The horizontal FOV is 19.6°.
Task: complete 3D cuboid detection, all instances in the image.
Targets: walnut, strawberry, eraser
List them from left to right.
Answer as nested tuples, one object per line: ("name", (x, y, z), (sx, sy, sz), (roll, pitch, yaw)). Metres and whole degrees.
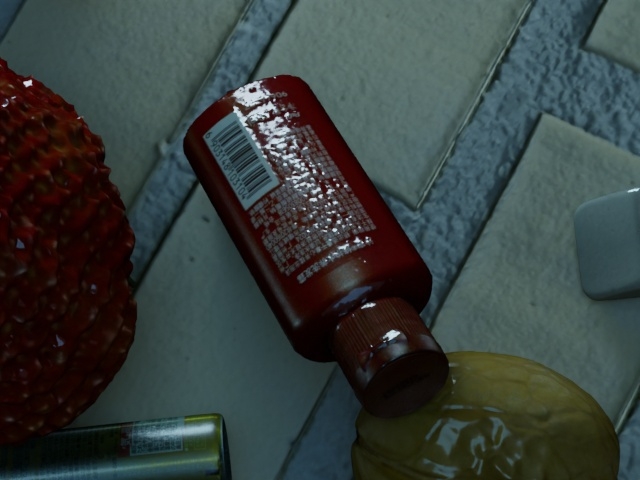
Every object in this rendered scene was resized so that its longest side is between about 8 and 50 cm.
("strawberry", (-0.286, -0.020, 1.338), (0.267, 0.351, 0.312), (-21, 64, 4))
("walnut", (0.125, 0.163, 1.392), (0.206, 0.159, 0.159), (13, 77, -2))
("eraser", (0.381, -0.014, 1.471), (0.351, 0.061, 0.089), (-6, 76, 0))

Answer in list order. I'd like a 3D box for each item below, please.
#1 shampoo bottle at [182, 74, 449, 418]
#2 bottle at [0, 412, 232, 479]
("shampoo bottle", (0.000, 0.000, 1.404), (0.118, 0.076, 0.314), (-26, 49, -7))
("bottle", (-0.213, 0.187, 1.430), (0.286, 0.082, 0.082), (-6, 77, 0))
